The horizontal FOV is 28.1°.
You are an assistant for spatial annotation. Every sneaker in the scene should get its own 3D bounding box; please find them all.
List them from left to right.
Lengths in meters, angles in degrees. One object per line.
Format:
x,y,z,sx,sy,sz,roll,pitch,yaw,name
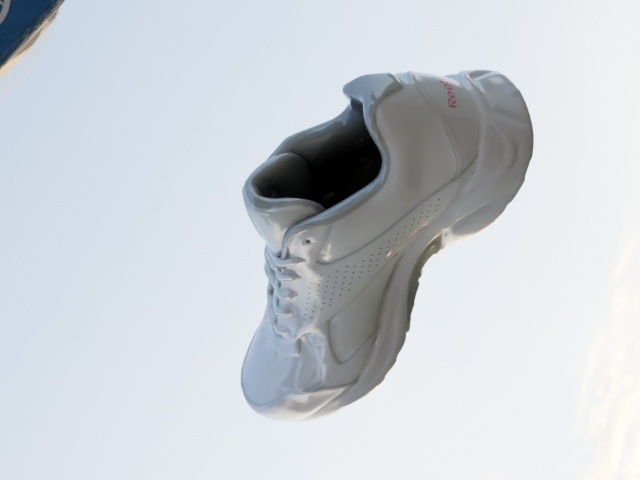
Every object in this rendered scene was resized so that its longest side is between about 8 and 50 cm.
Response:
0.000,0.000,0.644,0.115,0.090,0.232,10,-55,-33,sneaker

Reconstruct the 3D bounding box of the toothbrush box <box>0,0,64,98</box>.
-0.231,-0.124,0.387,0.295,0.216,0.126,45,-97,-14,toothbrush box
